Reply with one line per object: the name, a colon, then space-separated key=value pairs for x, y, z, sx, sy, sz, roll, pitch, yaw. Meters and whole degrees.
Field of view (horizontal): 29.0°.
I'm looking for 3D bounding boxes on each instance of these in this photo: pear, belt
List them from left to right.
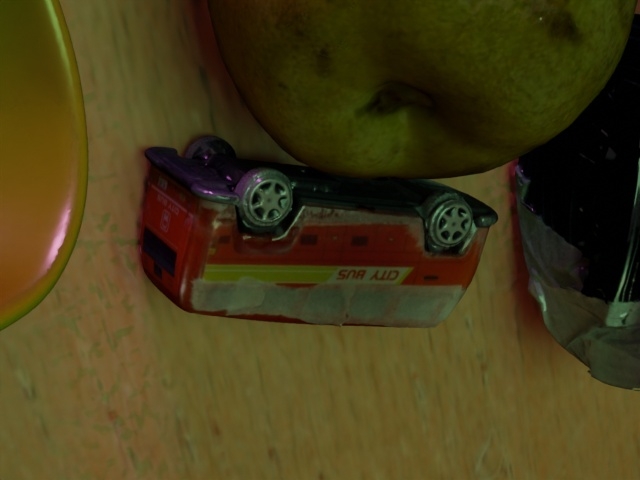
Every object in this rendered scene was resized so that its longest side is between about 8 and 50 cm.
pear: x=0.045 y=-0.123 z=0.537 sx=0.200 sy=0.200 sz=0.200 roll=-6 pitch=101 yaw=-29
belt: x=0.173 y=-0.019 z=0.652 sx=0.078 sy=0.151 sz=0.198 roll=-9 pitch=102 yaw=-35

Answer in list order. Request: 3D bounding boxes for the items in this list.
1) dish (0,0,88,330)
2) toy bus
dish: x=-0.203 y=-0.046 z=0.420 sx=0.262 sy=0.108 sz=0.221 roll=-47 pitch=121 yaw=-55
toy bus: x=0.000 y=0.000 z=0.601 sx=0.174 sy=0.079 sz=0.077 roll=6 pitch=104 yaw=-31
